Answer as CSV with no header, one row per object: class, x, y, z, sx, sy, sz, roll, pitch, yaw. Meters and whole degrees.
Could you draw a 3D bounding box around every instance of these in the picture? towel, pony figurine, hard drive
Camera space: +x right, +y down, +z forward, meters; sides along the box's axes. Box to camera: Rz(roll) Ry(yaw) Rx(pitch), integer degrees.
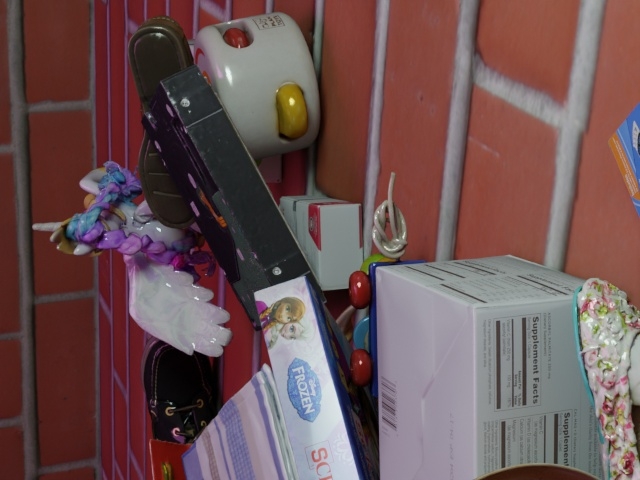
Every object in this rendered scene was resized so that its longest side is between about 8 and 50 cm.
towel,-0.084,0.288,1.384,0.285,0.034,0.209,-49,51,52
pony figurine,-0.272,-0.008,2.007,0.363,0.351,0.302,-85,14,-75
hard drive,-0.118,-0.046,1.580,0.339,0.064,0.237,62,164,0

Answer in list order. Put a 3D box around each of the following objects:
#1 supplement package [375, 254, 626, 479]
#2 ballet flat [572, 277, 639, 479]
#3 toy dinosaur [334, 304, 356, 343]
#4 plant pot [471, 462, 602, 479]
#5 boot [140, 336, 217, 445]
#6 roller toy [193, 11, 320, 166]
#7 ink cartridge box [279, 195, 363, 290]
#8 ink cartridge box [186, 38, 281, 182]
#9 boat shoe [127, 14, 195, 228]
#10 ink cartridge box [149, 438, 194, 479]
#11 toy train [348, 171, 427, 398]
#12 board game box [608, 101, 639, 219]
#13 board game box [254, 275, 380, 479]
supplement package,0.154,0.159,1.073,0.204,0.145,0.262,-157,64,-68
ballet flat,0.252,0.144,0.925,0.077,0.091,0.241,-10,89,40
toy dinosaur,0.019,0.117,1.521,0.211,0.112,0.064,101,152,-54
plant pot,0.159,0.289,0.960,0.032,0.236,0.236,-159,66,-74
boot,-0.235,0.377,2.213,0.284,0.138,0.377,-121,28,-53
roller toy,-0.081,-0.209,1.639,0.209,0.146,0.191,135,120,-75
ink cartridge box,0.000,0.000,1.585,0.150,0.063,0.109,-162,68,-69
ink cartridge box,-0.156,-0.207,1.892,0.273,0.115,0.198,-148,56,-65
boat shoe,-0.208,-0.174,1.759,0.104,0.111,0.307,-81,-9,-67
ink cartridge box,-0.100,0.420,1.638,0.385,0.091,0.308,37,-138,-69
toy train,0.077,0.040,1.350,0.143,0.105,0.248,-127,35,-78
board game box,0.289,0.006,0.839,0.145,0.027,0.281,119,141,-55
board game box,0.033,0.244,1.342,0.318,0.066,0.318,60,-167,-62
